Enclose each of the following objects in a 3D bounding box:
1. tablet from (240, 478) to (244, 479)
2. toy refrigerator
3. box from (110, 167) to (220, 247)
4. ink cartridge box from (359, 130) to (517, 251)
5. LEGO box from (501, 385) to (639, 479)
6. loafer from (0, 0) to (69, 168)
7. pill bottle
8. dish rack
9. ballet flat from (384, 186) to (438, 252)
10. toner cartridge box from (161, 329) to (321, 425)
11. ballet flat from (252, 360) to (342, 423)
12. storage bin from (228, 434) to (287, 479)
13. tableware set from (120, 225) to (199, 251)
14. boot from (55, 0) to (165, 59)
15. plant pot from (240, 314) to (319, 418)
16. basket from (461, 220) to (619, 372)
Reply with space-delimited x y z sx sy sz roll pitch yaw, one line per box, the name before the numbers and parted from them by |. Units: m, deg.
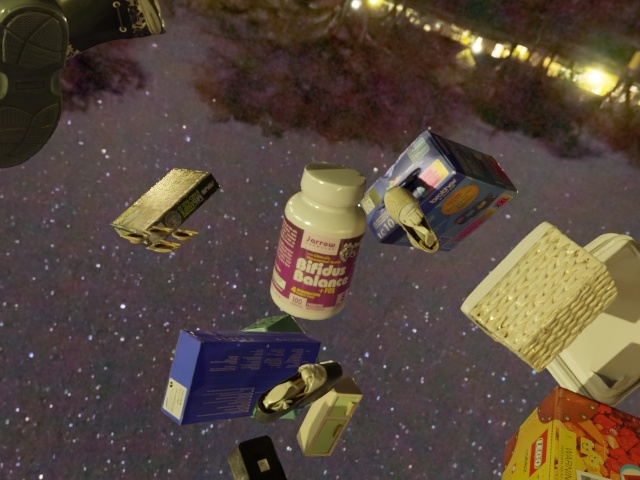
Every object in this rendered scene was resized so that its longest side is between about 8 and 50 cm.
tablet | -0.194 0.674 1.337 0.083 0.054 0.006 46 -163 21
toy refrigerator | 0.027 0.569 1.640 0.102 0.269 0.094 13 -158 -28
box | -0.453 -0.102 1.488 0.216 0.060 0.270 11 -128 45
ink cartridge box | 0.286 -0.115 1.314 0.396 0.270 0.151 8 -134 -44
LEGO box | 0.401 0.484 0.586 0.373 0.193 0.500 21 -137 10
loafer | -0.356 -0.191 0.591 0.096 0.267 0.084 -14 -111 -45
pill bottle | 0.000 0.000 1.052 0.169 0.301 0.169 10 -152 -5
dish rack | 0.596 0.155 1.045 0.333 0.072 0.285 -32 -106 -10
ballet flat | 0.169 -0.035 0.904 0.168 0.057 0.052 45 178 -43
toner cartridge box | -0.152 0.281 1.081 0.075 0.165 0.348 16 -179 41
ballet flat | -0.043 0.291 1.009 0.203 0.074 0.074 -26 -136 -18
storage bin | -0.190 0.705 1.553 0.122 0.084 0.180 1 -130 -41
tableware set | -0.384 -0.008 1.236 0.141 0.020 0.169 11 -161 15
boot | -0.345 -0.372 0.715 0.179 0.236 0.085 -20 -127 -1
plant pot | -0.113 0.329 1.372 0.166 0.234 0.166 -15 -176 39
basket | 0.295 0.080 0.681 0.113 0.167 0.103 38 -172 -42
